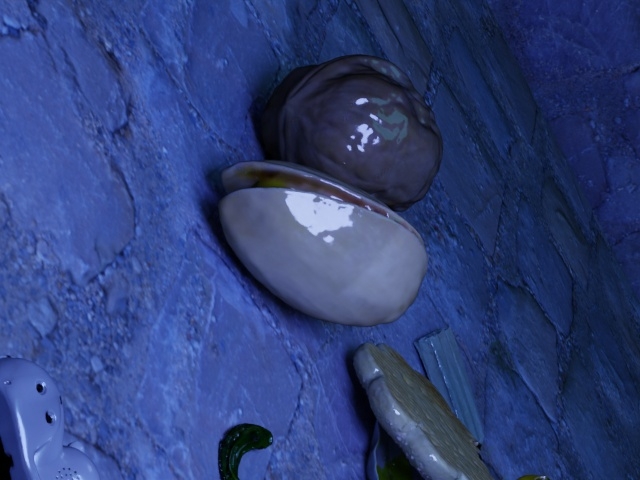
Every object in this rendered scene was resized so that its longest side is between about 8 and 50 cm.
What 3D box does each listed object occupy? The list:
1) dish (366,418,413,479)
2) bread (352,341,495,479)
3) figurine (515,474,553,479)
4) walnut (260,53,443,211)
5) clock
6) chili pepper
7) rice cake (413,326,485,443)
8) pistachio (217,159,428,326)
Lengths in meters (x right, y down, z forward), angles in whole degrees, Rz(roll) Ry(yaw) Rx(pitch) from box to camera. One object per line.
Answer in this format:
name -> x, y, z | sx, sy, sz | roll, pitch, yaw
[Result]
dish -> 0.089, 0.318, 1.721 | 0.091, 0.039, 0.137 | 35, 37, -40
bread -> 0.155, 0.274, 1.767 | 0.316, 0.054, 0.316 | 47, 12, -13
figurine -> 0.305, 0.417, 1.854 | 0.185, 0.127, 0.234 | 38, -15, 36
walnut -> 0.047, -0.151, 1.765 | 0.273, 0.227, 0.273 | 40, 19, -17
clock -> -0.258, 0.187, 1.093 | 0.117, 0.080, 0.176 | -2, 72, -63
chili pepper -> -0.090, 0.246, 1.429 | 0.055, 0.035, 0.118 | 46, 24, -6
rice cake -> 0.222, 0.255, 2.033 | 0.124, 0.038, 0.211 | -13, 82, -65
pistachio -> 0.000, 0.000, 1.604 | 0.318, 0.214, 0.193 | 31, 44, -31
